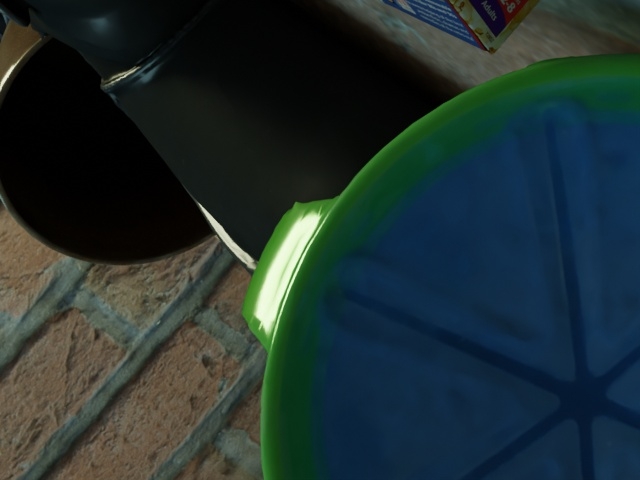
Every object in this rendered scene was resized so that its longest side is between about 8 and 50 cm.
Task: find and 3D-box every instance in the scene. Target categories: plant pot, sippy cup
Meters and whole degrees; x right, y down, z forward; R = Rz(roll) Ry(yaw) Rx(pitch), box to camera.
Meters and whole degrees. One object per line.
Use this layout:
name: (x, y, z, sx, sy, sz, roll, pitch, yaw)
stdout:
plant pot: (-0.168, -0.132, 1.151, 0.215, 0.215, 0.230, 44, -171, -36)
sippy cup: (0.130, 0.076, 0.557, 0.224, 0.240, 0.305, 30, -151, -57)

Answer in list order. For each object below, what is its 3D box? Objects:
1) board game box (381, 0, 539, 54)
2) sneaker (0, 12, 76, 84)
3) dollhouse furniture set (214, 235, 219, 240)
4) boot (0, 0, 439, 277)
board game box: (-0.017, -0.157, 0.496, 0.146, 0.045, 0.193, 36, 173, 48)
sneaker: (-0.226, -0.179, 1.342, 0.094, 0.153, 0.235, -24, 99, 45)
dollhouse furniture set: (0.000, 0.000, 1.347, 0.151, 0.123, 0.144, 44, 175, -35)
boot: (-0.126, -0.172, 0.776, 0.367, 0.146, 0.445, 32, 166, 51)
